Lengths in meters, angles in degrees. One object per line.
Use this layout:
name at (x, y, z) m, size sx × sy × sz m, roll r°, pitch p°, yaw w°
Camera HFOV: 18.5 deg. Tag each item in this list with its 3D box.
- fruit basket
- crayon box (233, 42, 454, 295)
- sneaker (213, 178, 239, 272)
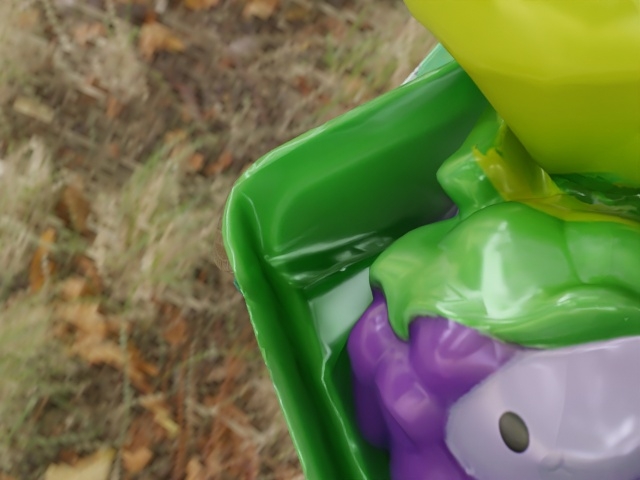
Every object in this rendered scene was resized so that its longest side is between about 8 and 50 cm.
fruit basket at (0.142, -0.038, 0.622) m, size 0.392 × 0.392 × 0.283 m, roll 0°, pitch 45°, yaw -23°
crayon box at (0.090, -0.042, 1.120) m, size 0.081 × 0.165 × 0.278 m, roll 43°, pitch 93°, yaw 19°
sneaker at (0.000, 0.000, 0.813) m, size 0.067 × 0.118 × 0.042 m, roll 13°, pitch 88°, yaw -20°
